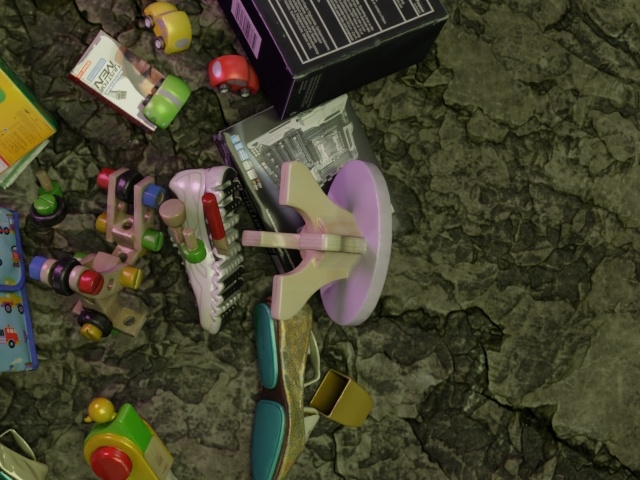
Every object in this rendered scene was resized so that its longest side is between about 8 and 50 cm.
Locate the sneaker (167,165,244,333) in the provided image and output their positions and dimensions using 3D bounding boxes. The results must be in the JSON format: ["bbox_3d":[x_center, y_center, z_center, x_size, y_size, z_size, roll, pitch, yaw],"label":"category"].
[{"bbox_3d":[-0.199,0.015,1.735,0.118,0.110,0.292,2,101,15],"label":"sneaker"}]

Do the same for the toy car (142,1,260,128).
[{"bbox_3d":[-0.223,-0.279,1.693,0.239,0.053,0.225,36,53,-14],"label":"toy car"}]

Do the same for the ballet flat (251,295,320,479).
[{"bbox_3d":[-0.055,0.270,1.773,0.123,0.123,0.348,0,90,-17],"label":"ballet flat"}]

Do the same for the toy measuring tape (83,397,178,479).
[{"bbox_3d":[-0.309,0.393,1.709,0.121,0.121,0.330,-35,118,-14],"label":"toy measuring tape"}]

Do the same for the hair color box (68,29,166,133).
[{"bbox_3d":[-0.329,-0.266,1.706,0.167,0.053,0.093,35,80,-16],"label":"hair color box"}]

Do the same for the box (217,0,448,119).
[{"bbox_3d":[0.007,-0.407,1.707,0.294,0.183,0.296,-24,79,-15],"label":"box"}]

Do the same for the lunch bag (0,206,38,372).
[{"bbox_3d":[-0.568,0.061,1.561,0.221,0.138,0.293,7,78,-56],"label":"lunch bag"}]

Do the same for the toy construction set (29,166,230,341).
[{"bbox_3d":[-0.301,0.036,1.647,0.309,0.237,0.257,-6,48,4],"label":"toy construction set"}]

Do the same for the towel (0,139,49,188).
[{"bbox_3d":[-0.541,-0.174,1.661,0.152,0.023,0.113,41,77,-11],"label":"towel"}]

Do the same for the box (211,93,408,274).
[{"bbox_3d":[-0.016,-0.102,1.793,0.242,0.076,0.307,-27,98,-15],"label":"box"}]

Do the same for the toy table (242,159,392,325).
[{"bbox_3d":[0.000,0.000,1.650,0.161,0.252,0.274,5,77,-34],"label":"toy table"}]

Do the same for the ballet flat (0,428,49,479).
[{"bbox_3d":[-0.545,0.327,1.642,0.248,0.086,0.086,43,79,-15],"label":"ballet flat"}]

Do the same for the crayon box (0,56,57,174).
[{"bbox_3d":[-0.560,-0.230,1.553,0.165,0.081,0.278,-38,114,1],"label":"crayon box"}]

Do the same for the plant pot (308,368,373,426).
[{"bbox_3d":[0.046,0.292,1.819,0.083,0.081,0.081,34,81,-27],"label":"plant pot"}]
